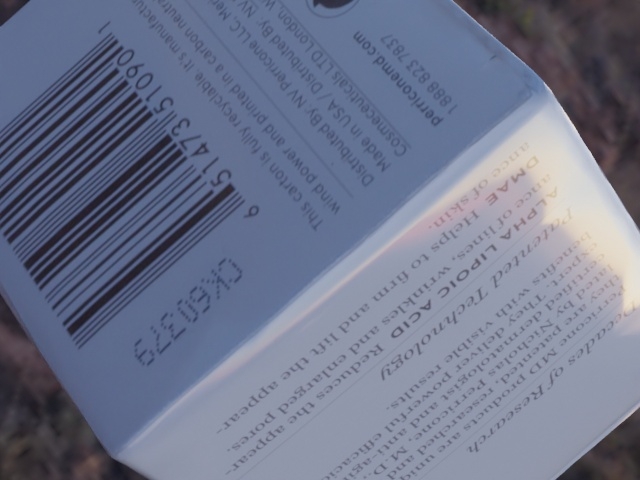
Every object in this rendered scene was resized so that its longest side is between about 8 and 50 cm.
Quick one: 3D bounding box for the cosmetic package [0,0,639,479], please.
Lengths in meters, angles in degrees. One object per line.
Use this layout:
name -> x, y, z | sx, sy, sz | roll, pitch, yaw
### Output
cosmetic package -> 0.000, 0.000, 0.609 | 0.151, 0.151, 0.184 | 51, 3, 34
